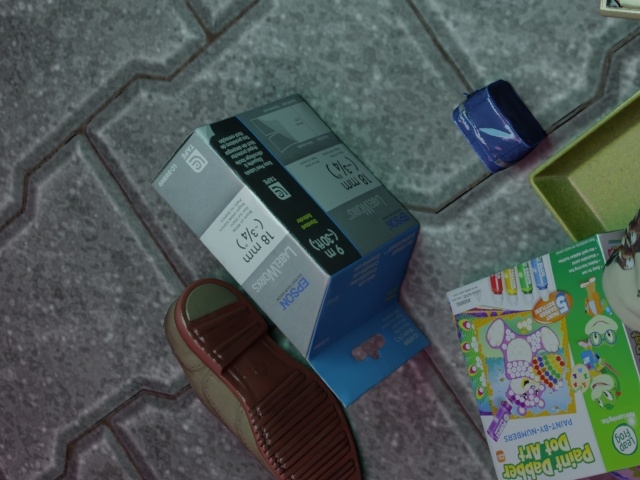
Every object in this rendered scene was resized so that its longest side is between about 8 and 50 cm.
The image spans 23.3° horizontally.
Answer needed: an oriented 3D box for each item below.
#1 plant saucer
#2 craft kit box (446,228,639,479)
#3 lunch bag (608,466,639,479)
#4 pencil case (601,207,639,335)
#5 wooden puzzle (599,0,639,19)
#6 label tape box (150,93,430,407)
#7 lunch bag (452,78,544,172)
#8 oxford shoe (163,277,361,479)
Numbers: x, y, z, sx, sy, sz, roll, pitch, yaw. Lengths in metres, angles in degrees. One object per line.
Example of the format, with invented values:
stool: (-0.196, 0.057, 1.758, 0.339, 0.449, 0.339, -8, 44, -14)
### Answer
plant saucer: (0.352, -0.049, 1.672, 0.188, 0.045, 0.188, -39, 84, 33)
craft kit box: (0.266, 0.140, 1.705, 0.250, 0.061, 0.246, -26, 78, 50)
lunch bag: (0.418, 0.210, 1.688, 0.219, 0.090, 0.176, 22, 114, 23)
pencil case: (0.376, -0.068, 1.434, 0.160, 0.183, 0.410, 3, 136, -5)
wooden puzzle: (0.327, -0.269, 1.637, 0.116, 0.014, 0.078, 3, 107, 29)
label tape box: (0.000, 0.000, 1.777, 0.333, 0.241, 0.106, 48, 120, 8)
lunch bag: (0.192, -0.128, 1.727, 0.065, 0.067, 0.098, -39, 83, 33)
oxford shoe: (-0.075, 0.207, 1.981, 0.348, 0.123, 0.130, 57, 150, 2)
